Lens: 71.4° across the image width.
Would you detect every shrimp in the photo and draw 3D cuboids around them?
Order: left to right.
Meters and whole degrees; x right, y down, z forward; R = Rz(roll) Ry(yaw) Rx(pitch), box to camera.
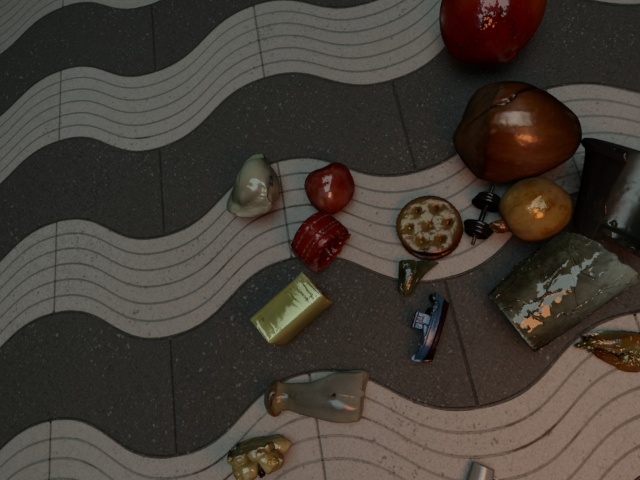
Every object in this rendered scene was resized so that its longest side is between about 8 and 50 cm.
[{"bbox_3d":[0.846,0.314,1.272,0.217,0.051,0.115,2,76,12],"label":"shrimp"}]

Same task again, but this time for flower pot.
[{"bbox_3d":[0.868,-0.112,1.230,0.379,0.379,0.251,23,115,19],"label":"flower pot"}]

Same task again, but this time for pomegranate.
[{"bbox_3d":[0.640,-0.090,1.335,0.207,0.207,0.207,-4,73,13],"label":"pomegranate"}]

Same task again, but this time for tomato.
[{"bbox_3d":[0.036,-0.184,1.570,0.187,0.151,0.187,-2,74,8],"label":"tomato"}]

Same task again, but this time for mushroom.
[{"bbox_3d":[-0.012,0.491,1.408,0.329,0.122,0.159,-3,37,12],"label":"mushroom"}]

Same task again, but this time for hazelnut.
[{"bbox_3d":[0.607,-0.336,1.386,0.373,0.315,0.372,-1,43,1],"label":"hazelnut"}]

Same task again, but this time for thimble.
[{"bbox_3d":[-0.005,0.004,1.511,0.125,0.163,0.189,40,101,22],"label":"thimble"}]

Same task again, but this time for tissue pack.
[{"bbox_3d":[-0.090,0.229,1.468,0.234,0.159,0.125,-42,69,-1],"label":"tissue pack"}]

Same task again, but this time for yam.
[{"bbox_3d":[0.677,0.142,1.283,0.348,0.241,0.241,-39,69,3],"label":"yam"}]

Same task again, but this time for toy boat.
[{"bbox_3d":[0.326,0.269,1.384,0.097,0.100,0.223,19,77,9],"label":"toy boat"}]

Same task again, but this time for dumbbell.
[{"bbox_3d":[0.526,-0.082,1.442,0.099,0.099,0.208,19,80,18],"label":"dumbbell"}]

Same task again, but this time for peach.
[{"bbox_3d":[0.582,-0.784,1.514,0.370,0.370,0.370,-4,73,13],"label":"peach"}]

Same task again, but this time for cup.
[{"bbox_3d":[0.456,0.696,1.248,0.104,0.074,0.116,24,74,-5],"label":"cup"}]

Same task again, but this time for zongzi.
[{"bbox_3d":[0.319,0.140,1.455,0.131,0.062,0.154,3,80,2],"label":"zongzi"}]

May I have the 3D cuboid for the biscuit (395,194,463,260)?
[{"bbox_3d":[0.364,-0.043,1.488,0.221,0.066,0.220,-4,74,13],"label":"biscuit"}]

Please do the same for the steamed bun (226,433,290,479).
[{"bbox_3d":[-0.180,0.668,1.361,0.192,0.177,0.106,-12,80,-4],"label":"steamed bun"}]

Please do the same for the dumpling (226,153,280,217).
[{"bbox_3d":[-0.257,-0.193,1.659,0.227,0.243,0.175,-30,108,22],"label":"dumpling"}]
